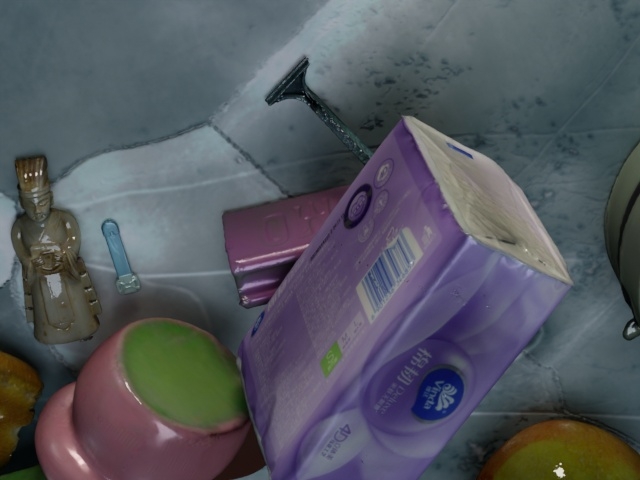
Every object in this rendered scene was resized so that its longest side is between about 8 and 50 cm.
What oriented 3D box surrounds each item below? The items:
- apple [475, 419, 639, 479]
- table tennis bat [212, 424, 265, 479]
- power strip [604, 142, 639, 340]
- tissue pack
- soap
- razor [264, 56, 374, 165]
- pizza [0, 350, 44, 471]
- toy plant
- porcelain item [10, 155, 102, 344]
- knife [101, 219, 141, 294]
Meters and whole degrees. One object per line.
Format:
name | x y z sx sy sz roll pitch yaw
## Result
apple | 0.298 0.342 1.979 0.261 0.194 0.260 -1 116 -1
table tennis bat | -0.086 0.219 1.952 0.274 0.021 0.154 -5 120 -4
power strip | 0.485 0.004 1.830 0.358 0.161 0.357 -3 121 -5
tissue pack | 0.071 0.083 1.628 0.160 0.242 0.338 24 115 -25
soap | 0.000 0.000 1.778 0.203 0.122 0.065 -13 121 -2
razor | 0.032 -0.106 1.738 0.190 0.033 0.066 45 107 4
pizza | -0.441 0.222 1.874 0.189 0.071 0.297 16 122 -36
toy plant | -0.206 0.264 1.847 0.317 0.210 0.356 17 120 -28
porcelain item | -0.293 0.011 1.782 0.084 0.054 0.213 -10 120 -5
knife | -0.222 0.018 1.821 0.027 0.010 0.096 -14 119 1
